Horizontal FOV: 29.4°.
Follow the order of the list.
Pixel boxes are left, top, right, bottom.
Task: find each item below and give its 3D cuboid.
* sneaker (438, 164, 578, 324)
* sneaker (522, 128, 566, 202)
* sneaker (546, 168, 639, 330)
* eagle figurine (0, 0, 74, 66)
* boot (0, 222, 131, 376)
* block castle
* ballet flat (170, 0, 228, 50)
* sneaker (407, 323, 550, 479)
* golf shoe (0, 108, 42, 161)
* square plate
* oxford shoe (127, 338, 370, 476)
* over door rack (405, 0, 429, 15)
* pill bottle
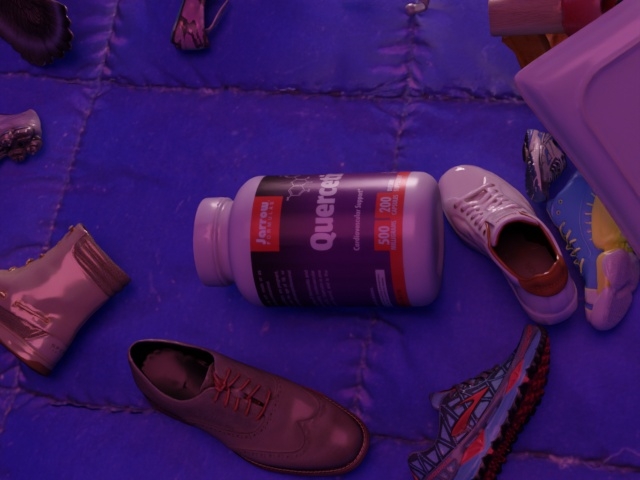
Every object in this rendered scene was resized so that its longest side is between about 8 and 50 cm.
[{"bbox_3d":[0.245,-0.027,1.622,0.106,0.123,0.290,-32,50,-5],"label":"sneaker"},{"bbox_3d":[0.313,-0.105,1.682,0.058,0.052,0.135,5,47,1],"label":"sneaker"},{"bbox_3d":[0.361,0.004,1.633,0.126,0.091,0.240,4,68,35],"label":"sneaker"},{"bbox_3d":[-0.489,-0.437,1.976,0.298,0.225,0.226,27,119,-8],"label":"eagle figurine"},{"bbox_3d":[-0.423,0.045,1.780,0.262,0.095,0.203,38,81,22],"label":"boot"},{"bbox_3d":[0.387,-0.422,1.660,0.213,0.303,0.453,2,70,27],"label":"block castle"},{"bbox_3d":[-0.182,-0.399,1.932,0.079,0.077,0.221,9,74,-3],"label":"ballet flat"},{"bbox_3d":[0.200,0.208,1.563,0.125,0.104,0.261,26,74,25],"label":"sneaker"},{"bbox_3d":[-0.519,-0.158,1.918,0.176,0.069,0.086,-11,45,5],"label":"golf shoe"},{"bbox_3d":[0.471,-0.159,1.478,0.347,0.049,0.344,-35,108,15],"label":"square plate"},{"bbox_3d":[-0.106,0.220,1.613,0.348,0.130,0.123,15,72,19],"label":"oxford shoe"},{"bbox_3d":[0.036,-0.501,1.852,0.324,0.108,0.239,21,71,-14],"label":"over door rack"},{"bbox_3d":[0.000,0.000,1.652,0.323,0.181,0.181,-1,67,12],"label":"pill bottle"}]
